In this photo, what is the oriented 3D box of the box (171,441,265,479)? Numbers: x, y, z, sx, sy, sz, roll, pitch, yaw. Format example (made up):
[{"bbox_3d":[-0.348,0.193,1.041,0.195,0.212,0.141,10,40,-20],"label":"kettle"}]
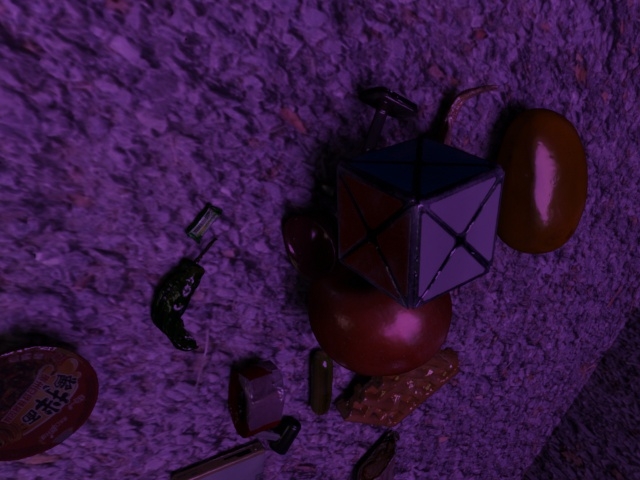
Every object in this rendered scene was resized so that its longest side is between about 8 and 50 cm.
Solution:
[{"bbox_3d":[-0.285,0.686,1.649,0.270,0.045,0.211,-13,124,-31],"label":"box"}]

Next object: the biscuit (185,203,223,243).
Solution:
[{"bbox_3d":[-0.248,-0.038,1.254,0.089,0.016,0.046,-51,136,1],"label":"biscuit"}]

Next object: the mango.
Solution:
[{"bbox_3d":[0.620,-0.167,1.688,0.299,0.232,0.446,-25,122,-17],"label":"mango"}]

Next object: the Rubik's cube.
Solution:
[{"bbox_3d":[0.201,-0.051,1.243,0.260,0.259,0.255,-21,126,-32],"label":"Rubik's cube"}]

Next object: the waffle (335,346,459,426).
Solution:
[{"bbox_3d":[0.254,0.453,1.841,0.348,0.078,0.304,-46,138,16],"label":"waffle"}]

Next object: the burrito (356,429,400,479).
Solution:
[{"bbox_3d":[0.193,0.833,2.064,0.175,0.107,0.348,-25,132,-40],"label":"burrito"}]

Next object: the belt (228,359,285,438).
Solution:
[{"bbox_3d":[-0.157,0.403,1.515,0.124,0.128,0.201,-13,127,-32],"label":"belt"}]

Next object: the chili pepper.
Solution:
[{"bbox_3d":[-0.298,0.128,1.288,0.122,0.065,0.279,-3,120,-45],"label":"chili pepper"}]

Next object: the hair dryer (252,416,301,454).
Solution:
[{"bbox_3d":[-0.151,0.540,1.662,0.197,0.057,0.101,24,99,-37],"label":"hair dryer"}]

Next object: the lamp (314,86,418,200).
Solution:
[{"bbox_3d":[0.140,-0.189,1.350,0.203,0.124,0.284,19,104,-25],"label":"lamp"}]

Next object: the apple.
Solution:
[{"bbox_3d":[0.143,0.165,1.450,0.348,0.348,0.277,-34,127,-15],"label":"apple"}]

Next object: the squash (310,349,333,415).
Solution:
[{"bbox_3d":[0.003,0.405,1.682,0.066,0.066,0.229,-16,126,-29],"label":"squash"}]

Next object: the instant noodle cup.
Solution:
[{"bbox_3d":[-0.584,0.297,1.155,0.273,0.090,0.274,-18,125,-27],"label":"instant noodle cup"}]

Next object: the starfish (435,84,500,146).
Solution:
[{"bbox_3d":[0.344,-0.189,1.471,0.132,0.384,0.399,8,112,6],"label":"starfish"}]

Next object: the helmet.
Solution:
[{"bbox_3d":[0.000,0.000,1.390,0.106,0.155,0.175,-35,143,-42],"label":"helmet"}]
